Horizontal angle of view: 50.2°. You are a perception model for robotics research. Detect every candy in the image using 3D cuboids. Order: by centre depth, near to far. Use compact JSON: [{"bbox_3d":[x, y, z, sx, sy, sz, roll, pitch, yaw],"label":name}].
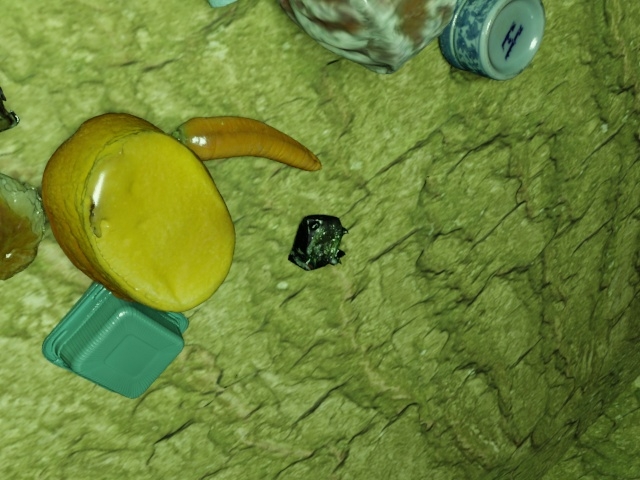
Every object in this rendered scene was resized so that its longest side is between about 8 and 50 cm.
[{"bbox_3d":[0.030,-0.308,0.810,0.157,0.289,0.214,-41,131,-3],"label":"candy"}]

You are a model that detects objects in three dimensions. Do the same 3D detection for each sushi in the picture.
[{"bbox_3d":[0.000,0.000,1.127,0.084,0.056,0.083,-5,110,-37],"label":"sushi"}]

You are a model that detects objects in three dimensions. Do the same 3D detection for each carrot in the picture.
[{"bbox_3d":[-0.089,-0.138,0.972,0.271,0.062,0.066,-3,83,-43],"label":"carrot"}]

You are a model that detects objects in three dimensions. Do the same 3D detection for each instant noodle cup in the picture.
[{"bbox_3d":[-0.279,0.148,0.972,0.157,0.070,0.179,-49,136,-4],"label":"instant noodle cup"}]

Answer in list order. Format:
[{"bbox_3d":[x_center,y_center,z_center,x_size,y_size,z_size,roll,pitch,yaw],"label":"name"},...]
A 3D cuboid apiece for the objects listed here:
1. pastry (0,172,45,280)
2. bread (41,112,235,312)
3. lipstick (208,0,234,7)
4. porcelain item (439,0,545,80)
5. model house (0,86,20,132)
[{"bbox_3d":[-0.390,-0.014,0.775,0.153,0.081,0.153,-23,127,-34],"label":"pastry"},{"bbox_3d":[-0.222,-0.029,0.860,0.195,0.142,0.270,-47,132,-23],"label":"bread"},{"bbox_3d":[-0.155,-0.400,0.755,0.061,0.068,0.274,-33,125,-11],"label":"lipstick"},{"bbox_3d":[0.274,-0.342,1.108,0.147,0.114,0.147,-18,124,-29],"label":"porcelain item"},{"bbox_3d":[-0.407,-0.157,0.673,0.165,0.106,0.152,-33,127,-38],"label":"model house"}]
